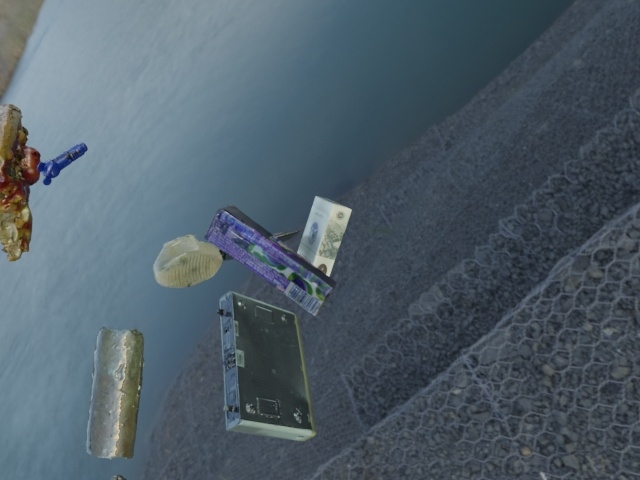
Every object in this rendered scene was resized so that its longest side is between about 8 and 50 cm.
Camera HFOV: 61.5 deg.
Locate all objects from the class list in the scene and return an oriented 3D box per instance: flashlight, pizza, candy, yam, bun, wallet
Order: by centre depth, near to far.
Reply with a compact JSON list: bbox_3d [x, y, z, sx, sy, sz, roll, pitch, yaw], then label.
[{"bbox_3d":[-0.417,0.307,1.096,0.106,0.106,0.259,-4,79,49],"label":"yam"},{"bbox_3d":[-0.545,-0.169,1.132,0.035,0.057,0.121,22,50,19],"label":"flashlight"},{"bbox_3d":[-0.109,0.042,1.186,0.088,0.312,0.061,-57,-5,23],"label":"candy"},{"bbox_3d":[-0.802,-0.143,1.421,0.440,0.130,0.406,-126,38,-55],"label":"pizza"},{"bbox_3d":[-0.196,0.006,1.723,0.168,0.245,0.052,153,100,-70],"label":"wallet"},{"bbox_3d":[-0.451,0.063,1.813,0.237,0.210,0.116,-21,56,-12],"label":"bun"}]

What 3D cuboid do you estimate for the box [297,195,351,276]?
[{"bbox_3d":[0.000,0.000,1.694,0.164,0.069,0.257,35,108,66],"label":"box"}]

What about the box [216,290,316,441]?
[{"bbox_3d":[-0.106,0.237,1.034,0.045,0.210,0.270,-37,45,29],"label":"box"}]

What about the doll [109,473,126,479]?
[{"bbox_3d":[-0.594,0.733,1.330,0.202,0.091,0.286,-39,16,28],"label":"doll"}]
